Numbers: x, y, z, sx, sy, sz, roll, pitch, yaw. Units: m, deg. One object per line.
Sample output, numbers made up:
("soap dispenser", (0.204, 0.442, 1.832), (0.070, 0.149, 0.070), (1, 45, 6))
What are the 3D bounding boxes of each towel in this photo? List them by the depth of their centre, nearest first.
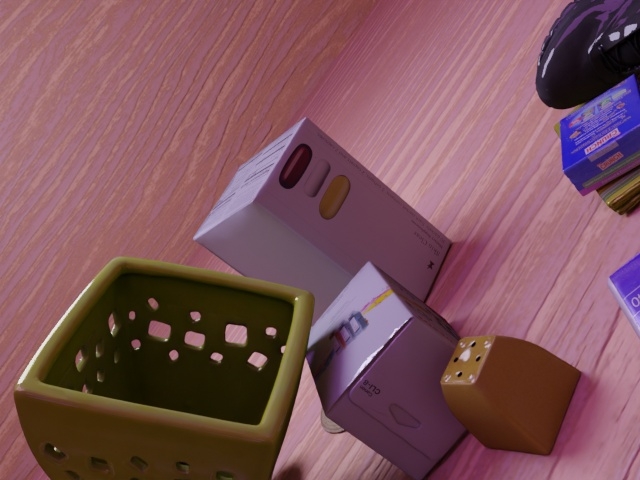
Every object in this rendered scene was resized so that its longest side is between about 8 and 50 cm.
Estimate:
("towel", (0.323, -0.112, 0.776), (0.102, 0.021, 0.237), (-39, 19, 21))

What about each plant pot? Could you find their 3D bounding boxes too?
("plant pot", (0.154, 0.124, 0.616), (0.081, 0.083, 0.081), (-59, 19, -23))
("plant pot", (-0.139, 0.172, 0.714), (0.227, 0.228, 0.207), (-73, -8, -60))

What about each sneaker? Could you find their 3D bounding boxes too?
("sneaker", (0.361, -0.239, 0.778), (0.286, 0.109, 0.130), (-40, 28, 28))

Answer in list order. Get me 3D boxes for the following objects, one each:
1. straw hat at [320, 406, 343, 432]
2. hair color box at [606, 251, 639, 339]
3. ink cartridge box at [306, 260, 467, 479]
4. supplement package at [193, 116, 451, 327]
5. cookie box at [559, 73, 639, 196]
("straw hat", (0.025, 0.169, 0.907), (0.144, 0.061, 0.144), (-46, 18, 20))
("hair color box", (0.237, 0.119, 0.225), (0.110, 0.185, 0.338), (-44, 19, 24))
("ink cartridge box", (0.075, 0.127, 0.740), (0.127, 0.128, 0.176), (-50, 17, 7))
("supplement package", (0.000, 0.000, 0.968), (0.204, 0.262, 0.145), (-24, 32, 57))
("cookie box", (0.293, -0.108, 0.731), (0.092, 0.040, 0.107), (-34, 21, 35))
